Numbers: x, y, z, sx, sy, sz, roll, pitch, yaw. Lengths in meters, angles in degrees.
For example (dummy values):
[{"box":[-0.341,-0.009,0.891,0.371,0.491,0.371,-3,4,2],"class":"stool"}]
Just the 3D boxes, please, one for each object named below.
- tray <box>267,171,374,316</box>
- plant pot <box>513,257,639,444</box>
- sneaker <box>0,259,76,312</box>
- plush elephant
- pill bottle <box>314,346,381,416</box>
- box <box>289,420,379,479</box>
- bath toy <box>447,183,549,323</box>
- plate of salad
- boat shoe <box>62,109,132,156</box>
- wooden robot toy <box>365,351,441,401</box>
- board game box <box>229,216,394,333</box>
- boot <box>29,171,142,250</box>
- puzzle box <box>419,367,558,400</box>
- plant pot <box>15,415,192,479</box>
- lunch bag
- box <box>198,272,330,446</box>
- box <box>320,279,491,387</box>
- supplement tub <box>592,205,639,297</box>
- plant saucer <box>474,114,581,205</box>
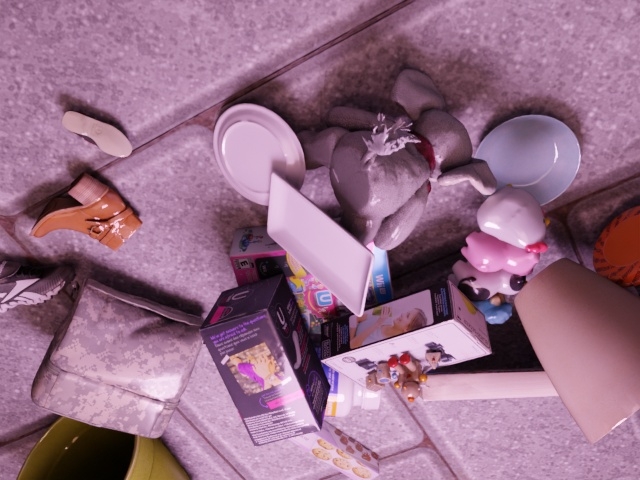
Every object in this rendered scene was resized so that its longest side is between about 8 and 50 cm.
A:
[{"box":[0.000,0.000,1.193,0.030,0.270,0.145,-23,138,-34],"class":"tray"},{"box":[0.486,0.170,1.226,0.256,0.274,0.256,-30,155,-16],"class":"plant pot"},{"box":[-0.627,0.083,1.433,0.234,0.078,0.106,-17,124,15],"class":"sneaker"},{"box":[0.143,-0.136,1.187,0.255,0.272,0.330,-16,167,-30],"class":"plush elephant"},{"box":[-0.006,0.310,1.518,0.272,0.152,0.152,3,123,1],"class":"pill bottle"},{"box":[0.009,0.493,1.690,0.324,0.063,0.067,38,115,-21],"class":"box"},{"box":[0.341,0.035,1.278,0.151,0.129,0.348,-31,153,-19],"class":"bath toy"},{"box":[-0.109,-0.157,1.259,0.200,0.048,0.200,16,125,24],"class":"plate of salad"},{"box":[-0.408,-0.198,1.266,0.133,0.042,0.049,28,95,-16],"class":"boat shoe"},{"box":[0.158,0.268,1.311,0.173,0.079,0.076,-23,139,28],"class":"wooden robot toy"},{"box":[-0.008,0.076,1.399,0.303,0.097,0.224,-8,124,6],"class":"board game box"},{"box":[-0.464,-0.028,1.361,0.197,0.073,0.152,-33,121,24],"class":"boot"},{"box":[0.405,0.296,1.449,0.409,0.272,0.052,-3,81,3],"class":"puzzle box"},{"box":[-0.471,0.617,1.649,0.366,0.366,0.353,-24,132,17],"class":"plant pot"},{"box":[-0.411,0.238,1.451,0.305,0.212,0.256,24,104,-16],"class":"lunch bag"},{"box":[-0.099,0.227,1.318,0.143,0.165,0.270,-17,107,13],"class":"box"},{"box":[0.164,0.190,1.346,0.290,0.087,0.169,-22,139,29],"class":"box"},{"box":[0.699,0.087,1.316,0.338,0.207,0.207,32,119,-18],"class":"supplement tub"},{"box":[0.376,-0.148,1.273,0.195,0.037,0.195,0,123,1],"class":"plant saucer"}]
